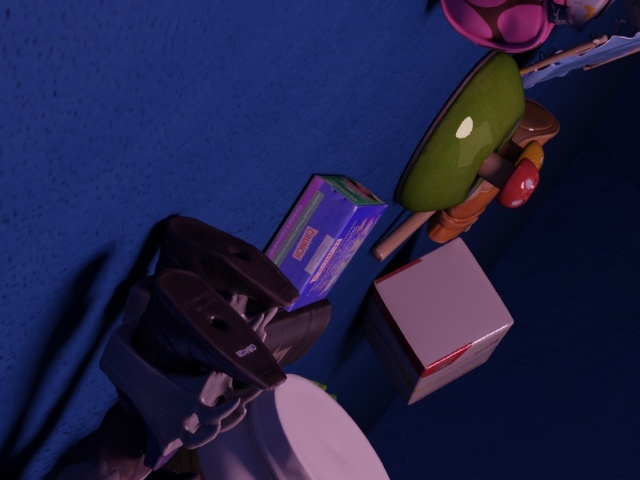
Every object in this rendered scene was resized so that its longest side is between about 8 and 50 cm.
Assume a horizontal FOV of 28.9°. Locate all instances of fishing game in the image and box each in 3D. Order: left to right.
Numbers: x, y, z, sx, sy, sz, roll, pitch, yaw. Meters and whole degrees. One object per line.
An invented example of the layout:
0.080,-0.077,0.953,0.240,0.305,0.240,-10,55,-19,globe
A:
0.287,-0.208,1.364,0.189,0.041,0.264,-19,179,40,fishing game

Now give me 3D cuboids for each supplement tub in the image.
-0.064,0.193,0.808,0.199,0.144,0.144,-39,174,16,supplement tub

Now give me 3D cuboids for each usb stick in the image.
-0.052,0.074,0.881,0.077,0.045,0.278,-43,172,12,usb stick

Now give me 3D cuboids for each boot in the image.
0.201,-0.086,1.492,0.197,0.073,0.152,-32,158,-48,boot

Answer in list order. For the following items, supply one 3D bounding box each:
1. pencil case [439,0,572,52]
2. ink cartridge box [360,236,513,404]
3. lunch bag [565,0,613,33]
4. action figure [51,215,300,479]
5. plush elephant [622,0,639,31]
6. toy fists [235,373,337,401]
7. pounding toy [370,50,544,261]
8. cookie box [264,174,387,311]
0.169,-0.218,0.858,0.209,0.095,0.098,-50,156,-35,pencil case
0.139,0.104,1.539,0.128,0.127,0.176,-27,162,-14,ink cartridge box
0.297,-0.275,1.354,0.083,0.053,0.071,-48,175,-48,lunch bag
-0.116,0.130,0.647,0.285,0.099,0.185,-56,176,25,action figure
0.247,-0.257,0.690,0.272,0.330,0.255,-47,-158,49,plush elephant
-0.030,0.200,1.122,0.279,0.096,0.142,69,32,-79,toy fists
0.163,-0.068,1.243,0.183,0.110,0.237,-48,167,-34,pounding toy
0.000,0.000,0.906,0.092,0.040,0.107,-56,170,9,cookie box
